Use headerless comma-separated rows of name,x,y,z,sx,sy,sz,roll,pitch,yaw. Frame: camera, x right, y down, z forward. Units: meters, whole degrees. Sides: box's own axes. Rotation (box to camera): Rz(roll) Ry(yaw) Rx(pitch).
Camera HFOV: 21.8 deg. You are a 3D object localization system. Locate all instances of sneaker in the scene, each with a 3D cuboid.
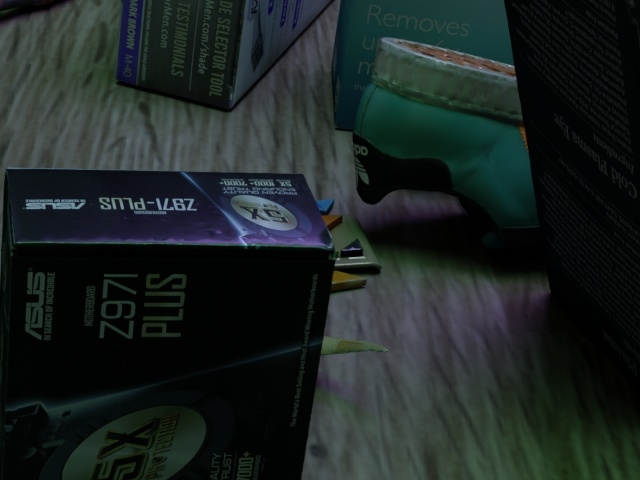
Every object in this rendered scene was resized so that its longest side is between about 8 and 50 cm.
sneaker,0.164,-0.047,1.151,0.302,0.121,0.108,14,14,-12

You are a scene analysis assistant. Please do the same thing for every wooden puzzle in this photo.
wooden puzzle,0.000,0.000,1.109,0.079,0.014,0.116,-3,30,-21

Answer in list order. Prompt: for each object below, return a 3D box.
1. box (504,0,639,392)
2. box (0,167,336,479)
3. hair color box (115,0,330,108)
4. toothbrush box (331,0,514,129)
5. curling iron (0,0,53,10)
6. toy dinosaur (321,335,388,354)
box,0.302,-0.105,0.980,0.343,0.312,0.179,-21,35,-10
box,-0.081,0.061,0.800,0.147,0.180,0.077,2,29,-14
hair color box,-0.056,-0.262,1.392,0.110,0.185,0.339,14,28,10
toothbrush box,0.134,-0.229,1.273,0.216,0.295,0.126,7,28,-5
curling iron,-0.247,-0.225,1.425,0.068,0.035,0.274,26,33,28
toy dinosaur,-0.053,0.052,0.979,0.183,0.053,0.092,1,44,1
